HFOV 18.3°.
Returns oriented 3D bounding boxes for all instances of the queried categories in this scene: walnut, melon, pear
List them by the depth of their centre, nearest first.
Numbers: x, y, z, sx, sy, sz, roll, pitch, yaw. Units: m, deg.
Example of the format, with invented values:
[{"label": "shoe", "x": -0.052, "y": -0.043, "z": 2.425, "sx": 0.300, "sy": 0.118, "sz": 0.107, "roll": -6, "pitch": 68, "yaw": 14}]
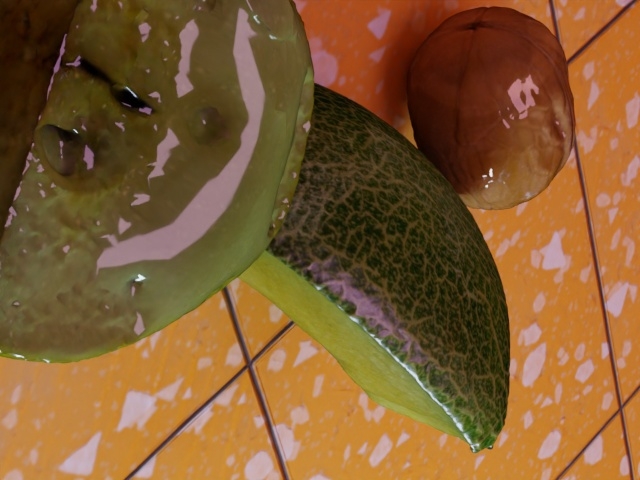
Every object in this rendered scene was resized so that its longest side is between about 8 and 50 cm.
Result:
[{"label": "pear", "x": -0.155, "y": -0.083, "z": 1.413, "sx": 0.318, "sy": 0.238, "sz": 0.342, "roll": 19, "pitch": 90, "yaw": -50}, {"label": "melon", "x": 0.000, "y": 0.000, "z": 1.690, "sx": 0.343, "sy": 0.226, "sz": 0.331, "roll": 45, "pitch": 32, "yaw": -50}, {"label": "walnut", "x": 0.159, "y": -0.125, "z": 1.854, "sx": 0.165, "sy": 0.165, "sz": 0.197, "roll": -50, "pitch": 138, "yaw": -23}]
